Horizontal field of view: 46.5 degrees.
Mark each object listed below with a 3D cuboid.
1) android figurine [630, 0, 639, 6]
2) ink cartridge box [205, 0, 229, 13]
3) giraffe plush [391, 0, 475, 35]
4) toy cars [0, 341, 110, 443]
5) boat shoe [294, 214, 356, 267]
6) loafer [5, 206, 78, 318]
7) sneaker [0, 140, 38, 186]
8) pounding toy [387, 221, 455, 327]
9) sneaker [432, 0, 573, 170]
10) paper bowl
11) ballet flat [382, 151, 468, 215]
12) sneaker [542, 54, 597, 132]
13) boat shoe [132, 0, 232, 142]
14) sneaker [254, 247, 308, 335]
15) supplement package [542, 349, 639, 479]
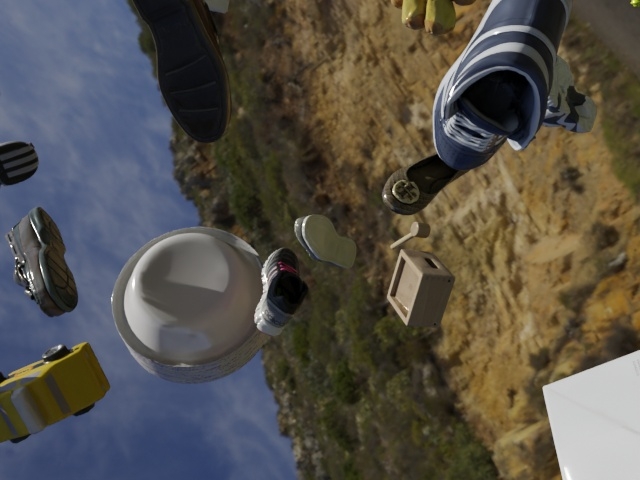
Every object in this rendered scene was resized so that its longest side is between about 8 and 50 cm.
[{"bbox_3d":[0.507,-0.492,1.115,0.056,0.248,0.273,-103,10,-77],"label":"android figurine"},{"bbox_3d":[-0.355,-0.658,1.914,0.212,0.093,0.154,7,-165,-39],"label":"ink cartridge box"},{"bbox_3d":[0.185,-0.500,1.351,0.181,0.210,0.170,31,-166,36],"label":"giraffe plush"},{"bbox_3d":[-0.487,0.187,0.993,0.393,0.176,0.087,18,-171,-14],"label":"toy cars"},{"bbox_3d":[-0.001,0.004,1.998,0.305,0.091,0.109,34,-112,-59],"label":"boat shoe"},{"bbox_3d":[-0.458,0.046,1.210,0.267,0.084,0.096,55,175,50],"label":"loafer"},{"bbox_3d":[-0.544,-0.099,1.141,0.098,0.223,0.083,-140,35,-64],"label":"sneaker"},{"bbox_3d":[0.227,0.059,1.663,0.094,0.206,0.181,6,-157,-20],"label":"pounding toy"},{"bbox_3d":[0.169,-0.131,0.789,0.099,0.282,0.153,21,-122,2],"label":"sneaker"},{"bbox_3d":[-0.230,0.102,1.340,0.148,0.284,0.284,88,162,-60],"label":"paper bowl"},{"bbox_3d":[0.200,-0.118,1.311,0.250,0.058,0.084,-30,-102,-38],"label":"ballet flat"},{"bbox_3d":[0.441,-0.296,1.512,0.235,0.153,0.094,23,-100,-41],"label":"sneaker"},{"bbox_3d":[-0.197,-0.306,1.134,0.104,0.110,0.307,-66,-34,-59],"label":"boat shoe"},{"bbox_3d":[-0.050,0.065,1.126,0.063,0.075,0.170,34,-144,-18],"label":"sneaker"},{"bbox_3d":[0.386,0.212,0.728,0.145,0.262,0.204,38,-144,-34],"label":"supplement package"}]
